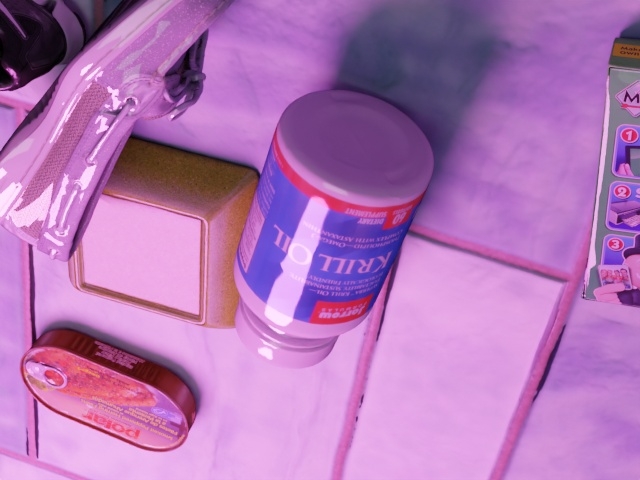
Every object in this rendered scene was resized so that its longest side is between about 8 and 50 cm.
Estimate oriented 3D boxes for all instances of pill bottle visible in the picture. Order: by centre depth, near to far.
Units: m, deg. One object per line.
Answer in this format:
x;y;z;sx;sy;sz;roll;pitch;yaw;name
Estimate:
0.000;0.000;0.939;0.124;0.124;0.221;23;133;3;pill bottle

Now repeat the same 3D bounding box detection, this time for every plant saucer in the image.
-0.155;0.001;1.054;0.188;0.045;0.188;15;131;10;plant saucer

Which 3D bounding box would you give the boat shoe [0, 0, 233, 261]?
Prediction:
-0.157;-0.102;0.913;0.103;0.118;0.320;39;121;-15;boat shoe

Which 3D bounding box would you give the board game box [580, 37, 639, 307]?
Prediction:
0.355;-0.025;0.827;0.317;0.046;0.214;9;129;15;board game box

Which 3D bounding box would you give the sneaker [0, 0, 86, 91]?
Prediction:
-0.305;-0.193;0.916;0.234;0.106;0.078;32;131;-5;sneaker

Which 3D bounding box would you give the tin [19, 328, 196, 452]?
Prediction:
-0.218;0.156;1.213;0.189;0.040;0.106;22;128;4;tin
